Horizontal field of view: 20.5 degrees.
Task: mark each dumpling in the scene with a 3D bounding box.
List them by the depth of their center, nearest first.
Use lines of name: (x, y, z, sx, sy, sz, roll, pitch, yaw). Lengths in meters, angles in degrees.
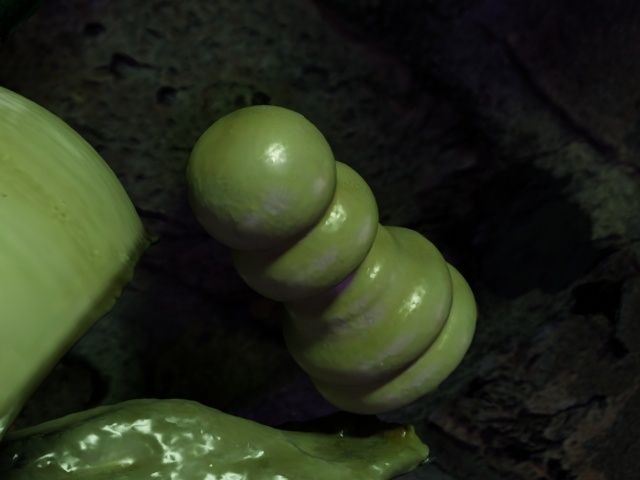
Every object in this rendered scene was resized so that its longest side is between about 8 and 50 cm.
dumpling: (-0.113, 0.125, 0.843, 0.332, 0.166, 0.086, -24, 122, -35)

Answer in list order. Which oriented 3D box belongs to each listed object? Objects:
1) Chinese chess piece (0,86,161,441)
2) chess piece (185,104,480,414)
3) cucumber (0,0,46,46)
Chinese chess piece: (-0.176, 0.056, 0.666, 0.104, 0.257, 0.257, 41, 104, -6)
chess piece: (0.000, 0.000, 0.846, 0.094, 0.094, 0.170, -36, 130, 1)
cucumber: (-0.075, -0.147, 0.700, 0.184, 0.036, 0.033, -45, 126, 9)
